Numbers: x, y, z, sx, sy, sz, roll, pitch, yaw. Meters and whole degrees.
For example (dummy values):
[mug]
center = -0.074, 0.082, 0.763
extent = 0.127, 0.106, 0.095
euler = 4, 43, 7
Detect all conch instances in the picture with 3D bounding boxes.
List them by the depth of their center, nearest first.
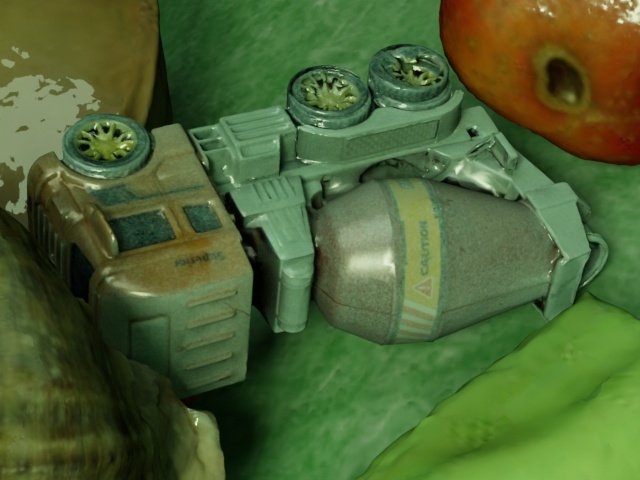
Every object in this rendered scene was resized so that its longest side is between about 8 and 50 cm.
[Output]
[conch]
center = -0.152, 0.056, 0.514
extent = 0.291, 0.159, 0.210
euler = 8, 37, -26

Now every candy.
[candy]
center = 0.011, 0.162, 0.528
extent = 0.343, 0.142, 0.132
euler = -39, 33, -14

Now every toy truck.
[toy truck]
center = 0.000, 0.000, 0.679
extent = 0.256, 0.108, 0.140
euler = -14, 48, -21

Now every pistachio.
[pistachio]
center = -0.161, -0.060, 0.816
extent = 0.213, 0.162, 0.260
euler = -52, 39, 22

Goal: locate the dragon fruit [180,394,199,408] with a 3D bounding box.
[dragon fruit]
center = -0.102, 0.081, 0.726
extent = 0.060, 0.056, 0.083
euler = -57, 39, 1

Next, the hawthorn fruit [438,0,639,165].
[hawthorn fruit]
center = 0.184, -0.084, 0.688
extent = 0.165, 0.165, 0.285
euler = -37, 53, -10
